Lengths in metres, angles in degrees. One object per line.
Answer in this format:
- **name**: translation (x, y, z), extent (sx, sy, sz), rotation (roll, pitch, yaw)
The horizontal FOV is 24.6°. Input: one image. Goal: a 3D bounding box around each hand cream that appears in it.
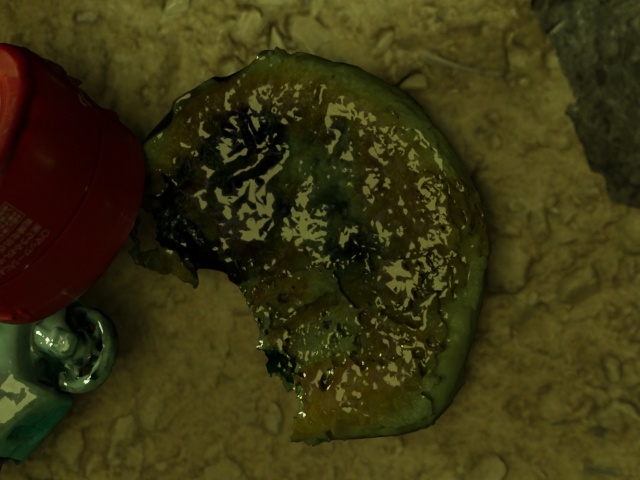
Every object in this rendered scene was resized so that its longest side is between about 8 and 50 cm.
- **hand cream**: translation (-0.283, -0.051, 1.307), extent (0.230, 0.149, 0.230), rotation (-22, 51, 30)

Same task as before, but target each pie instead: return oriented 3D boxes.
- **pie**: translation (0.000, 0.000, 1.291), extent (0.296, 0.078, 0.371), rotation (-46, 78, 19)

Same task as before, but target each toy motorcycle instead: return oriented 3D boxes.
- **toy motorcycle**: translation (-0.314, 0.121, 1.404), extent (0.260, 0.154, 0.206), rotation (-45, 56, 13)
